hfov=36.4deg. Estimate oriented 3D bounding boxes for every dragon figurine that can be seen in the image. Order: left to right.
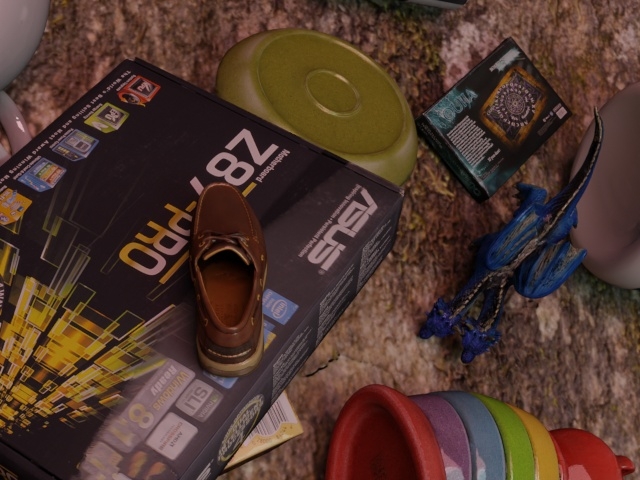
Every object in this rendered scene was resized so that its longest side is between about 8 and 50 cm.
[{"bbox_3d":[0.218,0.005,1.012,0.085,0.289,0.144,39,23,-5],"label":"dragon figurine"}]

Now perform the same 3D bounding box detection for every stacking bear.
[{"bbox_3d":[0.166,0.230,0.931,0.289,0.175,0.164,11,51,-27],"label":"stacking bear"}]

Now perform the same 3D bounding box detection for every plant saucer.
[{"bbox_3d":[0.007,-0.148,1.047,0.241,0.037,0.241,16,49,-19],"label":"plant saucer"}]

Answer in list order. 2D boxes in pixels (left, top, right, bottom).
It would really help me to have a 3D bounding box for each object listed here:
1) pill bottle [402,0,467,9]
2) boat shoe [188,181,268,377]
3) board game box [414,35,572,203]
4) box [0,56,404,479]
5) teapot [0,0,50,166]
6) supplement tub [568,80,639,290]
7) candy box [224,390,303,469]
[{"bbox_3d":[0.061,-0.351,1.134,0.246,0.130,0.130,5,68,-18],"label":"pill bottle"},{"bbox_3d":[-0.071,0.018,0.762,0.064,0.060,0.178,-2,51,-7],"label":"boat shoe"},{"bbox_3d":[0.208,-0.147,1.159,0.186,0.026,0.126,-42,95,-30],"label":"board game box"},{"bbox_3d":[-0.160,0.035,0.841,0.318,0.097,0.395,29,55,16],"label":"box"},{"bbox_3d":[-0.350,-0.219,0.901,0.253,0.187,0.256,22,89,9],"label":"teapot"},{"bbox_3d":[0.476,-0.042,1.108,0.325,0.235,0.235,9,66,-17],"label":"supplement tub"},{"bbox_3d":[-0.119,0.192,0.858,0.187,0.109,0.053,-21,78,-27],"label":"candy box"}]
